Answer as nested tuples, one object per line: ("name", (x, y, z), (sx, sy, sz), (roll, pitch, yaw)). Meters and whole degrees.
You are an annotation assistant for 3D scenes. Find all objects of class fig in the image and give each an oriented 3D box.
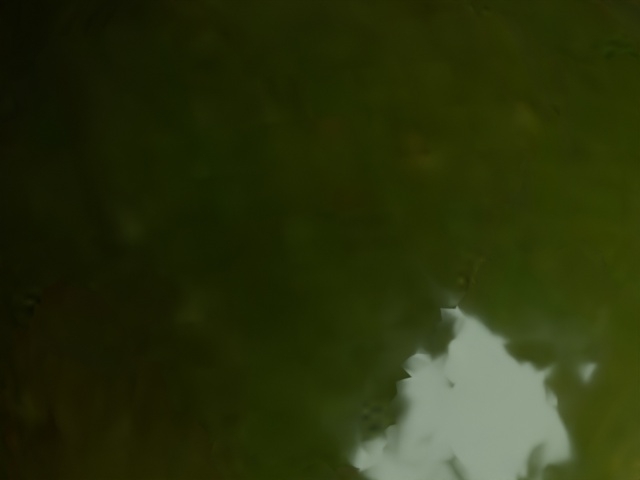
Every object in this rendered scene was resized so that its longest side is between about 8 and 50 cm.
("fig", (0.000, 0.000, 0.626), (0.316, 0.316, 0.316), (-11, 115, -24))
